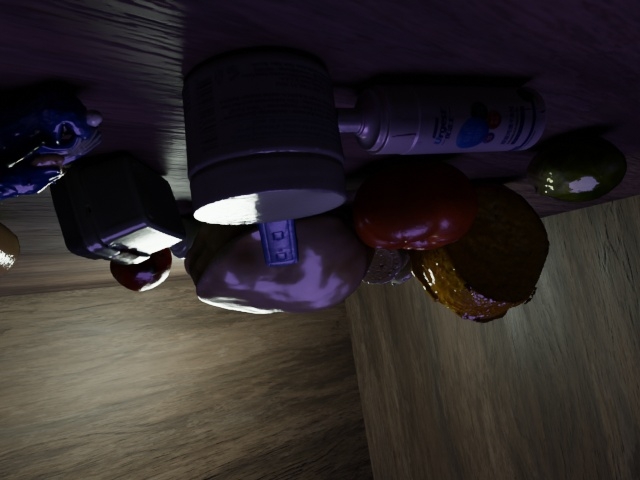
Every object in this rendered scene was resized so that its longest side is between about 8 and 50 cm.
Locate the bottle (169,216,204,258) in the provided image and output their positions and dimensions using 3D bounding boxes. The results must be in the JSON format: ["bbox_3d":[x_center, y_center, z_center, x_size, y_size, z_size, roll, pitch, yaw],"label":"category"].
[{"bbox_3d":[-0.302,-0.007,1.264,0.104,0.104,0.245,-15,171,39],"label":"bottle"}]

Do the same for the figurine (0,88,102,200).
[{"bbox_3d":[-0.359,-0.092,0.523,0.262,0.121,0.164,-30,-158,-9],"label":"figurine"}]

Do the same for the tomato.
[{"bbox_3d":[0.193,-0.073,1.044,0.259,0.180,0.260,-10,170,-2],"label":"tomato"}]

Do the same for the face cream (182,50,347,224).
[{"bbox_3d":[-0.064,-0.108,0.573,0.177,0.153,0.177,-7,172,-1],"label":"face cream"}]

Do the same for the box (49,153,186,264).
[{"bbox_3d":[-0.315,-0.045,0.801,0.129,0.148,0.210,-20,172,1],"label":"box"}]

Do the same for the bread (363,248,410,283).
[{"bbox_3d":[0.167,0.041,1.395,0.148,0.134,0.141,7,-163,20],"label":"bread"}]

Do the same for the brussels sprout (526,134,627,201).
[{"bbox_3d":[0.542,-0.147,1.056,0.161,0.144,0.180,-27,-158,-17],"label":"brussels sprout"}]

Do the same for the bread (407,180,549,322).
[{"bbox_3d":[0.432,0.016,1.375,0.398,0.398,0.215,-6,166,-19],"label":"bread"}]

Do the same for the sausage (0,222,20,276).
[{"bbox_3d":[-0.617,0.000,0.862,0.123,0.123,0.253,-7,172,-19],"label":"sausage"}]

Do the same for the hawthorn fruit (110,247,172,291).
[{"bbox_3d":[-0.478,0.047,1.344,0.157,0.157,0.194,-4,153,-32],"label":"hawthorn fruit"}]

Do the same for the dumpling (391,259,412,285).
[{"bbox_3d":[0.213,0.006,1.545,0.163,0.293,0.204,6,123,-21],"label":"dumpling"}]

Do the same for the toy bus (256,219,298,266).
[{"bbox_3d":[-0.076,-0.053,0.868,0.079,0.094,0.236,-13,143,-8],"label":"toy bus"}]

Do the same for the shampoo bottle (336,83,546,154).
[{"bbox_3d":[0.155,-0.161,0.664,0.303,0.092,0.092,-5,172,-23],"label":"shampoo bottle"}]

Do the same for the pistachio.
[{"bbox_3d":[-0.079,0.032,1.140,0.445,0.281,0.365,-8,148,-22],"label":"pistachio"}]
